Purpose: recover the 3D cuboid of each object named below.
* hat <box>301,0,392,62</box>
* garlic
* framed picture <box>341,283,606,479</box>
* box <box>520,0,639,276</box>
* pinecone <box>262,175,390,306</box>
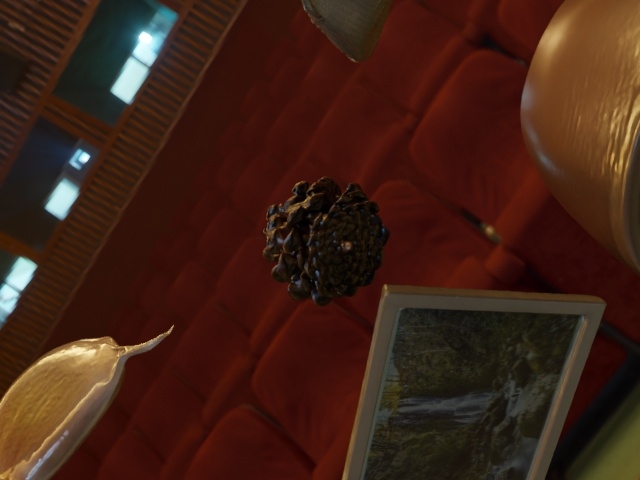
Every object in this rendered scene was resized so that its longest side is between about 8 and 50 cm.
[{"bbox_3d":[0.002,-0.223,0.407,0.226,0.219,0.164,-54,19,-5],"label":"hat"},{"bbox_3d":[-0.281,0.175,1.013,0.267,0.148,0.128,-54,-29,-3],"label":"garlic"},{"bbox_3d":[0.153,0.190,0.953,0.020,0.240,0.324,-103,21,-59],"label":"framed picture"},{"bbox_3d":[0.320,-0.104,0.735,0.301,0.301,0.216,-55,28,8],"label":"box"},{"bbox_3d":[0.001,-0.002,0.942,0.140,0.120,0.140,-15,-61,-30],"label":"pinecone"}]
